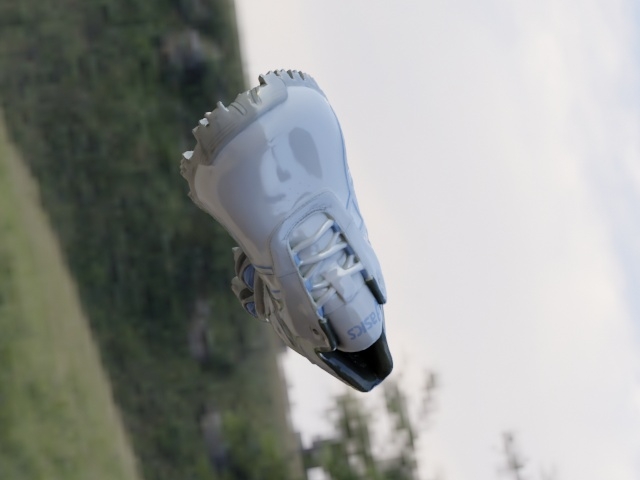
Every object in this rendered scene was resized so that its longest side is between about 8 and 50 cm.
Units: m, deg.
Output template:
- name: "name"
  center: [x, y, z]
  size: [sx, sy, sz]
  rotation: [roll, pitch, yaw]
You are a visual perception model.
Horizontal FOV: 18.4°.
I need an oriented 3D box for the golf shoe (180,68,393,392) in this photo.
- name: "golf shoe"
  center: [0.000, 0.000, 0.787]
  size: [0.086, 0.069, 0.176]
  rotation: [49, -9, 28]
